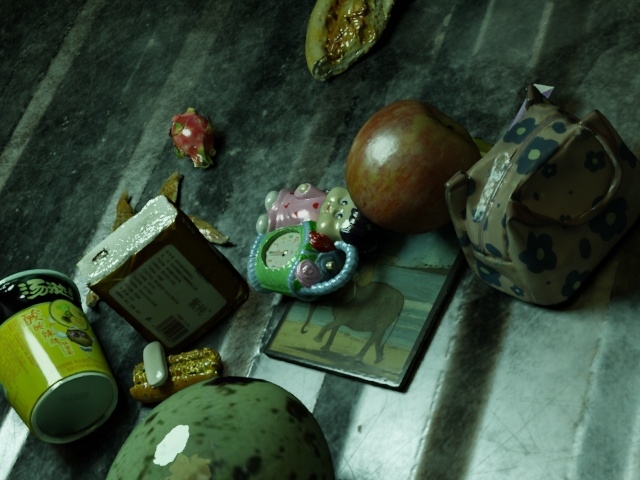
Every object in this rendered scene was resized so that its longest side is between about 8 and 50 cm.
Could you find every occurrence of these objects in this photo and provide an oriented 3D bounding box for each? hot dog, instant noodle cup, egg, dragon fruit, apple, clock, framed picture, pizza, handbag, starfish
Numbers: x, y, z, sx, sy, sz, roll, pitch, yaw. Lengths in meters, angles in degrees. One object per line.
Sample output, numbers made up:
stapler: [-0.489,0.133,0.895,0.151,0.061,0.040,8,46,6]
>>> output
hot dog: [-0.222,0.209,1.755,0.165,0.045,0.071,-15,46,26]
instant noodle cup: [-0.441,0.195,1.817,0.215,0.215,0.236,-41,51,-1]
egg: [-0.135,0.350,1.405,0.287,0.287,0.379,2,55,35]
dragon fruit: [-0.230,-0.182,2.055,0.081,0.086,0.116,-45,46,41]
apple: [0.130,-0.101,1.604,0.174,0.188,0.188,-54,39,20]
clock: [0.000,0.000,1.722,0.195,0.100,0.194,-3,57,36]
framed picture: [0.087,0.050,1.701,0.265,0.016,0.347,10,61,40]
pizza: [0.070,-0.440,2.071,0.182,0.074,0.365,4,59,47]
handbag: [0.300,-0.064,1.521,0.251,0.193,0.190,-48,40,-10]
starfish: [-0.299,-0.014,1.983,0.299,0.060,0.302,-28,44,16]

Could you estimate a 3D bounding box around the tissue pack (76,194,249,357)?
tissue pack: [-0.241,0.060,1.759,0.183,0.226,0.092,-40,41,-1]

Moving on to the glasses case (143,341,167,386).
glasses case: [-0.254,0.190,1.743,0.032,0.021,0.083,-30,43,10]

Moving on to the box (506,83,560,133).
box: [0.318,-0.176,1.704,0.036,0.050,0.117,17,65,33]

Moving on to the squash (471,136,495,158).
squash: [0.236,-0.117,1.697,0.200,0.090,0.075,9,66,31]
